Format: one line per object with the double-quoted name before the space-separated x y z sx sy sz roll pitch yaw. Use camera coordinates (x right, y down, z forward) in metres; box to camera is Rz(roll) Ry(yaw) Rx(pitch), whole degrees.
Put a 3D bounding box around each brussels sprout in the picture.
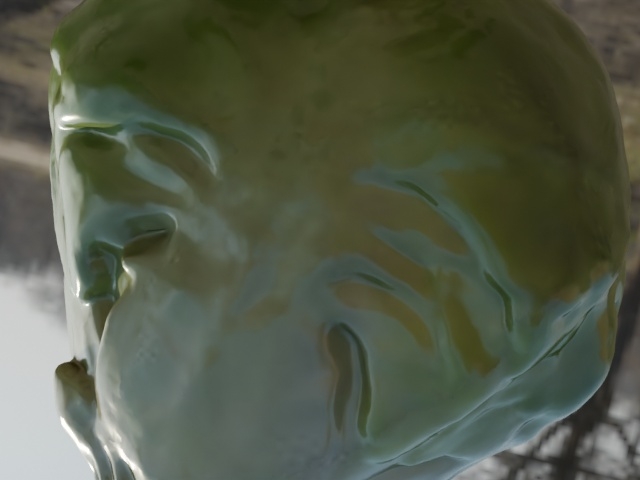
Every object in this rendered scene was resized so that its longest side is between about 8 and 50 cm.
"brussels sprout" 0.012 -0.005 0.862 0.274 0.316 0.242 -2 174 -16
